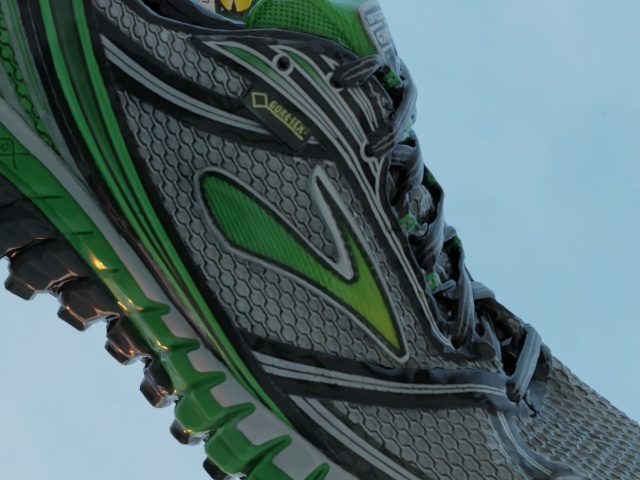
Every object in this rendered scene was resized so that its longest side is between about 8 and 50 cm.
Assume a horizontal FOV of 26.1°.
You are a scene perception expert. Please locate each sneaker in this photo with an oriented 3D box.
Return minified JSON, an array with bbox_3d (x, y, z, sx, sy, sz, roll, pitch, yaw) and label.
[{"bbox_3d":[0.000,0.000,0.462,0.343,0.134,0.146,39,-78,1],"label":"sneaker"}]

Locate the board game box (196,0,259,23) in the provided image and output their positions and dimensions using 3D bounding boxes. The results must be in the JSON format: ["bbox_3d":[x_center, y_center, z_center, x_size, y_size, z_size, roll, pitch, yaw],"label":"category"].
[{"bbox_3d":[-0.082,-0.207,0.927,0.136,0.030,0.260,13,-59,29],"label":"board game box"}]
